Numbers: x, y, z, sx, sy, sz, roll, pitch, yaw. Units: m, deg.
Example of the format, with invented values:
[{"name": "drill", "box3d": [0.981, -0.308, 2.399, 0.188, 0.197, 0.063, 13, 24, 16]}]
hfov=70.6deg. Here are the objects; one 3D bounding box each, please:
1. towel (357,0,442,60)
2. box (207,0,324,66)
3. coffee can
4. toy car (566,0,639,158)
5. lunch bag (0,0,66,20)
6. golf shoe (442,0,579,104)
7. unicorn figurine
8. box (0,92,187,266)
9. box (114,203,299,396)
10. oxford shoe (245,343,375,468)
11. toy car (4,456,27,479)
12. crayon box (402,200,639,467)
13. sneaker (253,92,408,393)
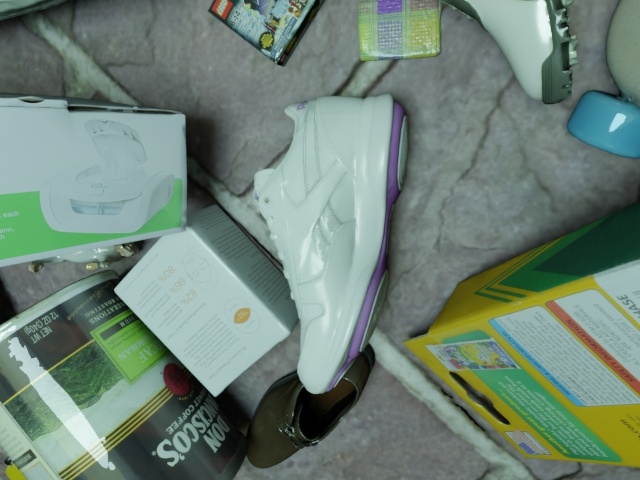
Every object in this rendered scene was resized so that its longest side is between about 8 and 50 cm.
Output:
[{"name": "towel", "box3d": [0.080, -0.213, 0.454, 0.083, 0.009, 0.060, 0, 105, 14]}, {"name": "box", "box3d": [-0.041, -0.264, 0.459, 0.094, 0.027, 0.137, 38, 110, 2]}, {"name": "coffee can", "box3d": [-0.248, 0.203, 0.534, 0.201, 0.201, 0.275, -36, 92, 19]}, {"name": "toy car", "box3d": [0.375, -0.136, 0.342, 0.238, 0.210, 0.219, 7, 123, -18]}, {"name": "lunch bag", "box3d": [-0.302, -0.341, 0.402, 0.305, 0.212, 0.256, -4, 103, 15]}, {"name": "golf shoe", "box3d": [0.137, -0.236, 0.398, 0.120, 0.105, 0.273, -22, 91, 30]}, {"name": "unicorn figurine", "box3d": [-0.307, 0.006, 0.562, 0.162, 0.111, 0.060, 18, 98, -7]}, {"name": "box", "box3d": [-0.295, -0.071, 0.408, 0.231, 0.262, 0.127, 18, 111, 36]}, {"name": "box", "box3d": [-0.123, 0.067, 0.531, 0.130, 0.091, 0.170, -42, 92, 18]}, {"name": "oxford shoe", "box3d": [-0.029, 0.211, 0.546, 0.083, 0.096, 0.227, 38, 111, 0]}, {"name": "toy car", "box3d": [-0.388, 0.246, 0.661, 0.239, 0.053, 0.225, -17, 100, 16]}, {"name": "crayon box", "box3d": [0.241, 0.101, 0.397, 0.203, 0.083, 0.323, 43, 150, -1]}, {"name": "sneaker", "box3d": [0.000, 0.000, 0.474, 0.152, 0.114, 0.305, 9, 90, 15]}]
